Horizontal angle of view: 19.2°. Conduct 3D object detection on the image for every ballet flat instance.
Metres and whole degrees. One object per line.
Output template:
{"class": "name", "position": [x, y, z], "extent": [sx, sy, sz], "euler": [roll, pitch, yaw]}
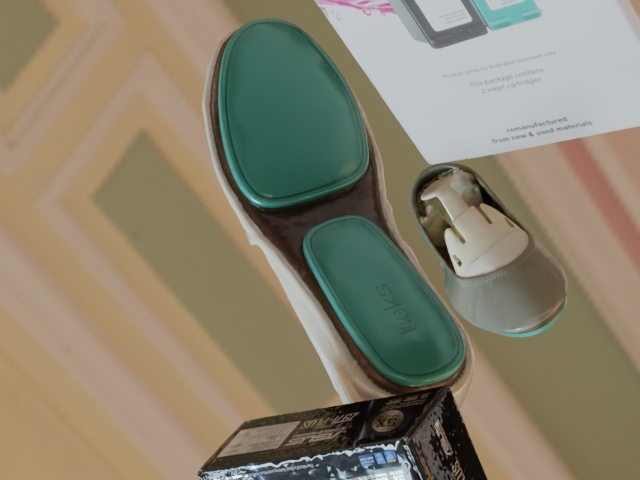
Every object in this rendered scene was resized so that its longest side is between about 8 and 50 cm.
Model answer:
{"class": "ballet flat", "position": [0.000, 0.000, 1.501], "extent": [0.139, 0.139, 0.400], "euler": [14, -141, -45]}
{"class": "ballet flat", "position": [0.102, 0.001, 1.258], "extent": [0.072, 0.213, 0.068], "euler": [-33, -68, 1]}

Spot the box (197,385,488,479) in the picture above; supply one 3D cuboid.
{"class": "box", "position": [0.026, 0.195, 1.333], "extent": [0.077, 0.180, 0.147], "euler": [-45, -62, -54]}

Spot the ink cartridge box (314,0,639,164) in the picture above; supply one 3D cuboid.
{"class": "ink cartridge box", "position": [0.108, -0.220, 1.158], "extent": [0.270, 0.197, 0.198], "euler": [53, -135, -31]}
